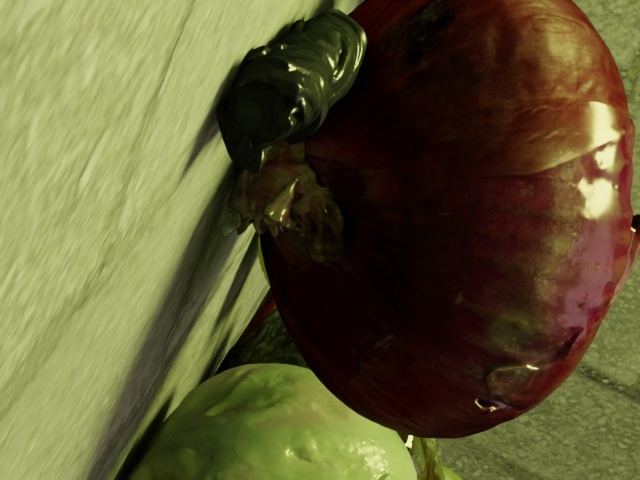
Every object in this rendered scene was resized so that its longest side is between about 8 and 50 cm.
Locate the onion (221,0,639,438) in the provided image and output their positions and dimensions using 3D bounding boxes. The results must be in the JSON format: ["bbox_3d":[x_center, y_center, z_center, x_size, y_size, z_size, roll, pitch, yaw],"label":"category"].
[{"bbox_3d":[0.057,-0.034,1.272,0.347,0.285,0.347,-10,-102,55],"label":"onion"}]

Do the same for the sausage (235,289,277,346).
[{"bbox_3d":[-0.037,0.094,2.076,0.103,0.076,0.302,-65,176,36],"label":"sausage"}]

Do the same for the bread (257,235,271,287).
[{"bbox_3d":[0.000,0.000,1.638,0.114,0.111,0.129,-79,-167,-86],"label":"bread"}]

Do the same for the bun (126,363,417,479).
[{"bbox_3d":[-0.068,0.236,1.479,0.187,0.293,0.293,21,96,-56],"label":"bun"}]

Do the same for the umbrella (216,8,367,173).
[{"bbox_3d":[-0.008,-0.106,1.110,0.066,0.059,0.236,-46,-177,24],"label":"umbrella"}]

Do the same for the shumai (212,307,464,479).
[{"bbox_3d":[0.042,0.291,1.766,0.395,0.348,0.395,-47,-157,27],"label":"shumai"}]
